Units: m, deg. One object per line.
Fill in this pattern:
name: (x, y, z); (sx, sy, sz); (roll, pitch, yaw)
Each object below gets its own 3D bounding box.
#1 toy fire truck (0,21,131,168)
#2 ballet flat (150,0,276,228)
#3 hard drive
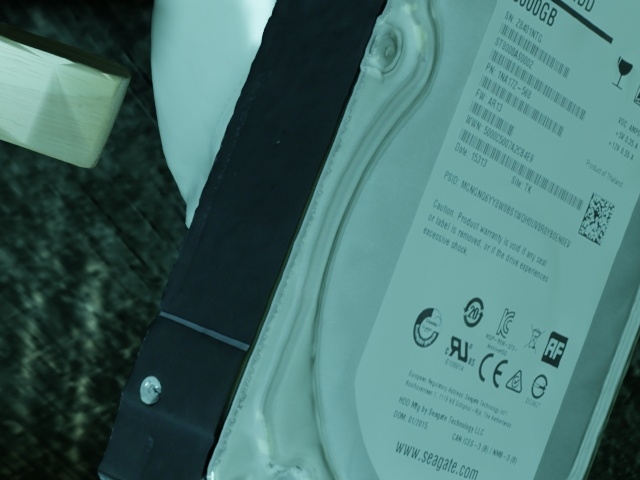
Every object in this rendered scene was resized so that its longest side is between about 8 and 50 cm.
toy fire truck: (-0.173, -0.109, 0.683); (0.246, 0.158, 0.217); (-10, 150, -51)
ballet flat: (0.000, 0.000, 0.901); (0.139, 0.139, 0.400); (-13, 141, -16)
hard drive: (0.066, -0.031, 0.802); (0.237, 0.064, 0.339); (26, 83, -48)
